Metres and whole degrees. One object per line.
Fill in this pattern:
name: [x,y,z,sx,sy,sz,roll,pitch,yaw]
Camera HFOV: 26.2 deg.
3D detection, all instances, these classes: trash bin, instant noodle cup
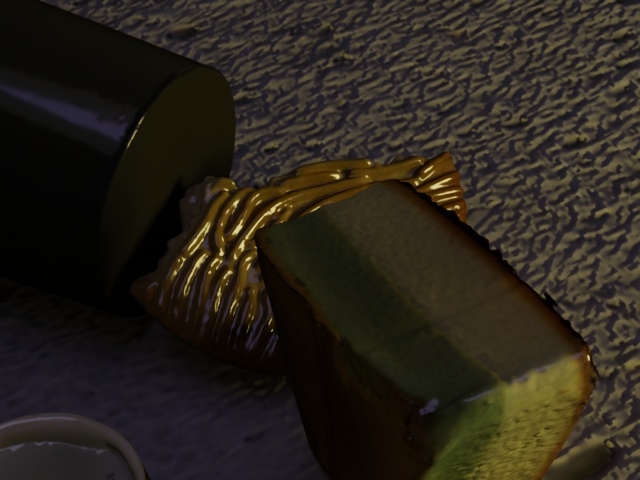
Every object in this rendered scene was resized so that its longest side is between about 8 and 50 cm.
trash bin: [-0.242,-0.085,0.935,0.334,0.214,0.214,17,50,17]
instant noodle cup: [-0.141,0.173,0.726,0.152,0.122,0.151,-3,48,4]

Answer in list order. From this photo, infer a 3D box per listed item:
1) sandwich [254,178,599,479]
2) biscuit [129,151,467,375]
sandwich: [0.061,0.094,0.732,0.108,0.186,0.220,-23,30,-14]
biscuit: [0.000,0.000,0.893,0.176,0.031,0.228,39,63,4]
